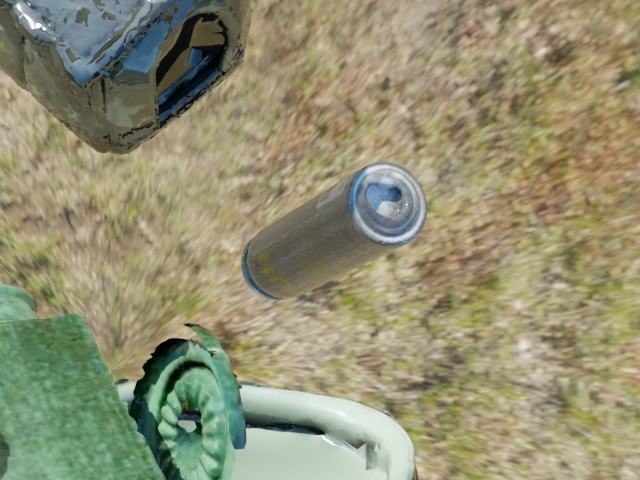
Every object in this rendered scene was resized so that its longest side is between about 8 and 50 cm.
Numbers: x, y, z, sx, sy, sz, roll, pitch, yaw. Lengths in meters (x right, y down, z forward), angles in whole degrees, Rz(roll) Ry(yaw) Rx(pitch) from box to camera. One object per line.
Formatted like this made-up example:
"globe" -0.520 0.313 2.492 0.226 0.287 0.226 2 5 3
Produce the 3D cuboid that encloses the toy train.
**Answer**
"toy train" -0.066 0.151 0.494 0.126 0.307 0.189 -3 129 -30

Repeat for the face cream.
"face cream" 0.000 0.000 1.475 0.073 0.283 0.073 6 75 -23

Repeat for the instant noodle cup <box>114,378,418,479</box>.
"instant noodle cup" -0.057 0.260 0.963 0.294 0.294 0.307 3 113 -7

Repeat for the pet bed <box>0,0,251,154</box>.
"pet bed" -0.165 -0.201 1.266 0.183 0.159 0.211 -39 68 -24
